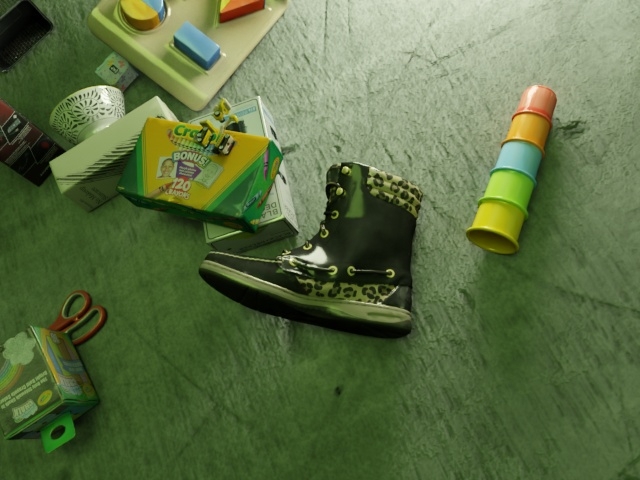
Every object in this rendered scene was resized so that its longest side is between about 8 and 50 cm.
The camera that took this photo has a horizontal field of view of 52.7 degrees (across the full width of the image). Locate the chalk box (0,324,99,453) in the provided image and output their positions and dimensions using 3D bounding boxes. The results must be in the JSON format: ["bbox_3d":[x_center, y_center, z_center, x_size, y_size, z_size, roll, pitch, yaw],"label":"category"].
[{"bbox_3d":[-0.518,0.287,1.210,0.132,0.132,0.213,-32,72,0],"label":"chalk box"}]

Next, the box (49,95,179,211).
[{"bbox_3d":[-0.426,-0.183,1.386,0.275,0.113,0.094,-32,65,3],"label":"box"}]

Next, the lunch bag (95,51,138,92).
[{"bbox_3d":[-0.474,-0.388,1.494,0.053,0.083,0.071,36,81,25],"label":"lunch bag"}]

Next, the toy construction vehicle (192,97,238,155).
[{"bbox_3d":[-0.186,-0.198,1.151,0.035,0.086,0.098,15,74,28],"label":"toy construction vehicle"}]

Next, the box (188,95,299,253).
[{"bbox_3d":[-0.158,-0.129,1.302,0.169,0.087,0.290,-16,66,9],"label":"box"}]

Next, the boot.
[{"bbox_3d":[0.000,0.000,1.151,0.377,0.138,0.284,14,70,1],"label":"boot"}]

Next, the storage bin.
[{"bbox_3d":[-0.782,-0.531,1.614,0.180,0.122,0.084,-46,65,-5],"label":"storage bin"}]

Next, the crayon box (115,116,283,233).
[{"bbox_3d":[-0.228,-0.127,1.227,0.278,0.081,0.165,13,73,20],"label":"crayon box"}]

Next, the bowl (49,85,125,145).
[{"bbox_3d":[-0.491,-0.251,1.409,0.170,0.170,0.080,-32,77,2],"label":"bowl"}]

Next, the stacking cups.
[{"bbox_3d":[0.360,-0.131,1.169,0.096,0.096,0.316,18,70,21],"label":"stacking cups"}]

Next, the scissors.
[{"bbox_3d":[-0.568,0.218,1.316,0.297,0.021,0.109,-40,66,-4],"label":"scissors"}]

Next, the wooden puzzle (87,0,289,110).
[{"bbox_3d":[-0.290,-0.514,1.427,0.322,0.080,0.348,37,84,-2],"label":"wooden puzzle"}]

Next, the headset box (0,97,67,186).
[{"bbox_3d":[-0.731,-0.269,1.403,0.218,0.293,0.110,35,82,25],"label":"headset box"}]
